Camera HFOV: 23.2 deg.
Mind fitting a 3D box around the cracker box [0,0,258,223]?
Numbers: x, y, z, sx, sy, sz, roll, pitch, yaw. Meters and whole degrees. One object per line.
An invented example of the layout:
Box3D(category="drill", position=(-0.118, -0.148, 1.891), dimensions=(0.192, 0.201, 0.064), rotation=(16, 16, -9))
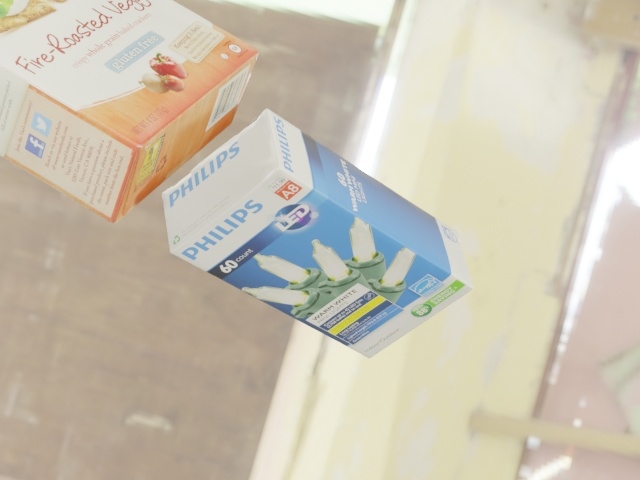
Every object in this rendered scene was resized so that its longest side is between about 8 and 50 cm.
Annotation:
Box3D(category="cracker box", position=(-0.177, -0.123, 0.973), dimensions=(0.232, 0.067, 0.155), rotation=(30, 37, 9))

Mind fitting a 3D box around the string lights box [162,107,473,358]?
Box3D(category="string lights box", position=(0.000, 0.000, 1.387), dimensions=(0.133, 0.076, 0.260), rotation=(-37, -46, 26))
